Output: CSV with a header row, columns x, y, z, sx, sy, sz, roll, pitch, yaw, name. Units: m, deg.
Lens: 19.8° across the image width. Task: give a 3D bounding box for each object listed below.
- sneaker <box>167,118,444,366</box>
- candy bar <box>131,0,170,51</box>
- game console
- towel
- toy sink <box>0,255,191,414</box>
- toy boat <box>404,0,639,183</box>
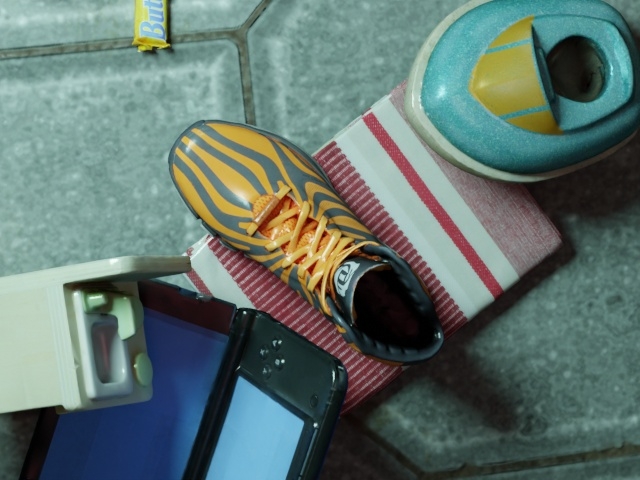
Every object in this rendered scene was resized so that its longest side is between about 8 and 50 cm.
x,y,z,sx,sy,sz,roll,pitch,yaw,name
0.000,0.000,1.730,0.321,0.180,0.124,37,90,-11,sneaker
-0.166,-0.266,1.810,0.040,0.018,0.161,1,92,-9,candy bar
-0.140,0.204,1.751,0.173,0.250,0.293,12,99,-35,game console
0.052,0.011,1.850,0.329,0.037,0.237,-38,100,-3,towel
-0.241,0.095,1.697,0.234,0.153,0.131,-10,87,19,toy sink
0.188,-0.215,1.782,0.267,0.148,0.318,-18,89,-27,toy boat
